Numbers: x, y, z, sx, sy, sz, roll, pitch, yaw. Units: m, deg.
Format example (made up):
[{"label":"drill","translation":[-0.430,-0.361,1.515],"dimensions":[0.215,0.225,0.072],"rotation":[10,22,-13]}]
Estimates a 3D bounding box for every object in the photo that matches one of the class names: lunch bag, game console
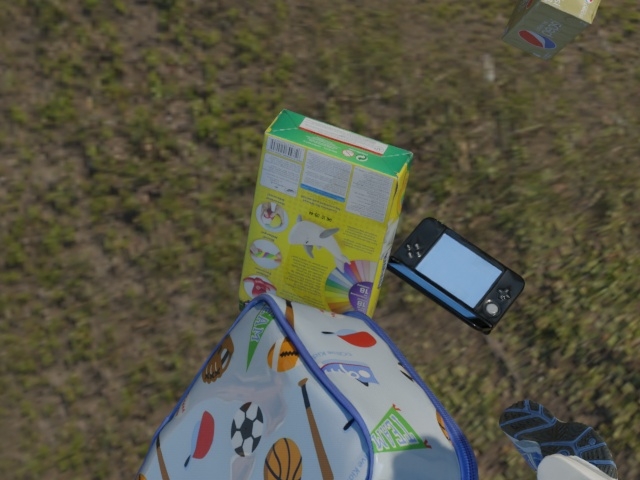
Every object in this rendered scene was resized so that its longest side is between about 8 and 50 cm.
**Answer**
[{"label":"lunch bag","translation":[-0.030,0.206,0.982],"dimensions":[0.303,0.115,0.243],"rotation":[-63,37,17]},{"label":"game console","translation":[0.126,0.030,1.401],"dimensions":[0.122,0.107,0.071],"rotation":[35,154,13]}]

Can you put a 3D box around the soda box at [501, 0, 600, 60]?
[{"label":"soda box","translation":[0.252,-0.249,1.589],"dimensions":[0.061,0.181,0.058],"rotation":[24,83,-3]}]

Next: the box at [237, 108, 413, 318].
[{"label":"box","translation":[0.000,0.000,1.089],"dimensions":[0.105,0.043,0.179],"rotation":[20,127,10]}]

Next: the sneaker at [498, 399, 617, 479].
[{"label":"sneaker","translation":[0.324,0.284,1.941],"dimensions":[0.080,0.211,0.081],"rotation":[-36,122,-10]}]

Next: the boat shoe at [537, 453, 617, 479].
[{"label":"boat shoe","translation":[0.323,0.294,1.612],"dimensions":[0.184,0.063,0.066],"rotation":[27,107,33]}]
